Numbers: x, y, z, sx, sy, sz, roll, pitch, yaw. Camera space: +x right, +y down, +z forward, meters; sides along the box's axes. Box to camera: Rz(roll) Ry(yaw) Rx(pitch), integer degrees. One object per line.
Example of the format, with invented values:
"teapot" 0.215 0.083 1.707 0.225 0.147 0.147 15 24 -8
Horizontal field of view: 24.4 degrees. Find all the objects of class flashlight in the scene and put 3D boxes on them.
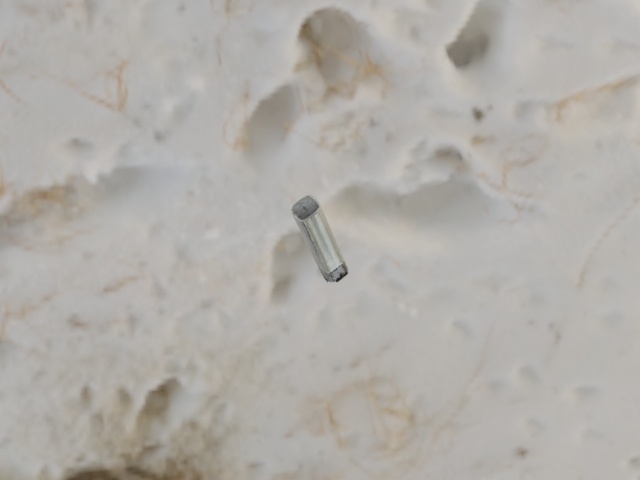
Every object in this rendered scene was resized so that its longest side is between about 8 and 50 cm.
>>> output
"flashlight" 0.000 0.000 0.993 0.018 0.018 0.083 -35 146 -7
